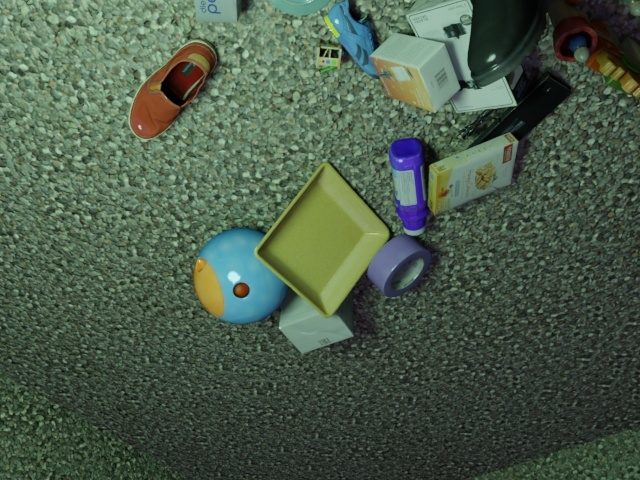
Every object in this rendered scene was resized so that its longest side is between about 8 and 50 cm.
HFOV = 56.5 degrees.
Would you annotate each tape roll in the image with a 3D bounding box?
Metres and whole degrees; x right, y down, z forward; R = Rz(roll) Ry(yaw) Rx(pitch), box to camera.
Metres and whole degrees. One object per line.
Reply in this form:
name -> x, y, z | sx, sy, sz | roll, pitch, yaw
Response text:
tape roll -> 0.239, 0.077, 1.802 | 0.189, 0.080, 0.189 | -28, 143, -23

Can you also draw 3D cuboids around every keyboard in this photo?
keyboard -> 0.469, -0.307, 1.530 | 0.201, 0.033, 0.317 | 13, 133, -38

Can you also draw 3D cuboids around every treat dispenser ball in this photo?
treat dispenser ball -> -0.233, 0.105, 1.775 | 0.288, 0.288, 0.288 | 1, 131, 2

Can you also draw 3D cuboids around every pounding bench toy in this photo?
pounding bench toy -> 0.023, -0.438, 1.447 | 0.065, 0.052, 0.083 | 5, 131, -2

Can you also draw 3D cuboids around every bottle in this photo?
bottle -> 0.249, -0.140, 1.652 | 0.092, 0.118, 0.283 | -7, 131, 8

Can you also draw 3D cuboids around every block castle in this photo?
block castle -> 0.730, -0.449, 1.240 | 0.453, 0.213, 0.303 | 14, 142, -21

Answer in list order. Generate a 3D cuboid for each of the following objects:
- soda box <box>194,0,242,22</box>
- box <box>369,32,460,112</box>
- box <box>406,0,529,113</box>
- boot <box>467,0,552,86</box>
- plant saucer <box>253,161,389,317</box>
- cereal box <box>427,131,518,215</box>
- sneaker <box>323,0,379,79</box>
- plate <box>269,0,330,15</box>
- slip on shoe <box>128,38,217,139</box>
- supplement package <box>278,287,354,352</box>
soda box -> -0.226, -0.621, 1.273 | 0.098, 0.091, 0.286 | 3, 131, 0
box -> 0.218, -0.391, 1.381 | 0.091, 0.170, 0.130 | -45, 132, -10
box -> 0.340, -0.436, 1.364 | 0.169, 0.087, 0.290 | 2, 140, 47
boot -> 0.236, -0.547, 1.099 | 0.445, 0.367, 0.146 | 42, 144, -19
plant saucer -> 0.000, 0.000, 1.719 | 0.333, 0.081, 0.333 | 44, 76, -29
cereal box -> 0.403, -0.174, 1.584 | 0.240, 0.047, 0.173 | -22, 144, -7
sneaker -> 0.100, -0.471, 1.404 | 0.082, 0.069, 0.209 | -32, 122, 24
plate -> -0.050, -0.595, 1.333 | 0.188, 0.024, 0.188 | 1, 131, 1
slip on shoe -> -0.383, -0.366, 1.498 | 0.123, 0.101, 0.331 | 36, 125, -27
supplement package -> -0.008, 0.219, 1.920 | 0.194, 0.203, 0.149 | -21, 127, 20
